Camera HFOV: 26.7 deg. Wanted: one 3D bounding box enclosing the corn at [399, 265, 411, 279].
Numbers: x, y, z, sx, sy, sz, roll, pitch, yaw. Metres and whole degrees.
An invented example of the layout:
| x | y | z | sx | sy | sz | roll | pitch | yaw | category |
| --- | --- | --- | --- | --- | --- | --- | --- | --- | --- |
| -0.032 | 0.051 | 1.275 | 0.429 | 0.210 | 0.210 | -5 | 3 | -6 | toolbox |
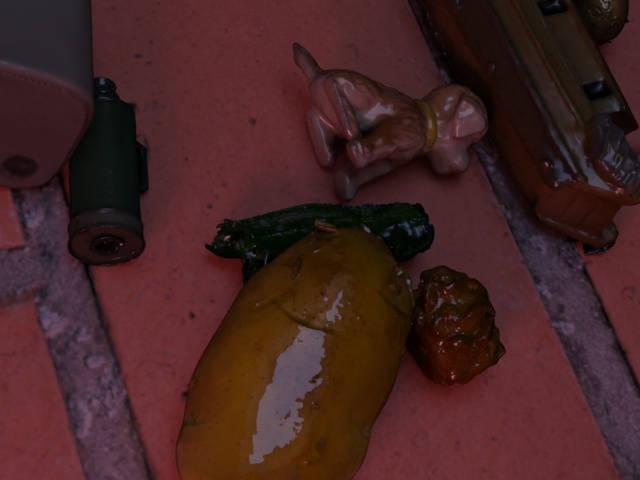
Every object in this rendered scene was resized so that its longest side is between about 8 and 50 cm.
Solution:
| x | y | z | sx | sy | sz | roll | pitch | yaw | category |
| --- | --- | --- | --- | --- | --- | --- | --- | --- | --- |
| 0.053 | 0.056 | 1.330 | 0.092 | 0.037 | 0.037 | -36 | 75 | -31 | corn |

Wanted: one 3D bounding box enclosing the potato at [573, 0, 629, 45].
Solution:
| x | y | z | sx | sy | sz | roll | pitch | yaw | category |
| --- | --- | --- | --- | --- | --- | --- | --- | --- | --- |
| 0.317 | -0.287 | 1.571 | 0.070 | 0.091 | 0.138 | 11 | 56 | -24 | potato |

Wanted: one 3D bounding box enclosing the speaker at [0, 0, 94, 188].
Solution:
| x | y | z | sx | sy | sz | roll | pitch | yaw | category |
| --- | --- | --- | --- | --- | --- | --- | --- | --- | --- |
| -0.412 | -0.202 | 1.232 | 0.406 | 0.183 | 0.184 | 14 | 53 | -24 | speaker |

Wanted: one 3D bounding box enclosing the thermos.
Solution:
| x | y | z | sx | sy | sz | roll | pitch | yaw | category |
| --- | --- | --- | --- | --- | --- | --- | --- | --- | --- |
| -0.206 | -0.074 | 1.311 | 0.083 | 0.073 | 0.188 | 1 | 60 | -14 | thermos |

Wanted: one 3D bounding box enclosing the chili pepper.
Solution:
| x | y | z | sx | sy | sz | roll | pitch | yaw | category |
| --- | --- | --- | --- | --- | --- | --- | --- | --- | --- |
| 0.000 | 0.002 | 1.332 | 0.224 | 0.061 | 0.098 | -11 | 44 | -16 | chili pepper |

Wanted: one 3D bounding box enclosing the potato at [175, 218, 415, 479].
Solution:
| x | y | z | sx | sy | sz | roll | pitch | yaw | category |
| --- | --- | --- | --- | --- | --- | --- | --- | --- | --- |
| -0.021 | 0.120 | 1.210 | 0.173 | 0.140 | 0.300 | 22 | 66 | 10 | potato |

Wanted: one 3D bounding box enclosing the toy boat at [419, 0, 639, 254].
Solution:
| x | y | z | sx | sy | sz | roll | pitch | yaw | category |
| --- | --- | --- | --- | --- | --- | --- | --- | --- | --- |
| 0.235 | -0.205 | 1.473 | 0.162 | 0.136 | 0.445 | -16 | 65 | -18 | toy boat |

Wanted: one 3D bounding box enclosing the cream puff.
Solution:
| x | y | z | sx | sy | sz | roll | pitch | yaw | category |
| --- | --- | --- | --- | --- | --- | --- | --- | --- | --- |
| 0.129 | 0.080 | 1.301 | 0.094 | 0.122 | 0.116 | -27 | 110 | -19 | cream puff |

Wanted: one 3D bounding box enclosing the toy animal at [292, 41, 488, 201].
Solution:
| x | y | z | sx | sy | sz | roll | pitch | yaw | category |
| --- | --- | --- | --- | --- | --- | --- | --- | --- | --- |
| 0.079 | -0.149 | 1.418 | 0.185 | 0.104 | 0.184 | -15 | 67 | -18 | toy animal |
